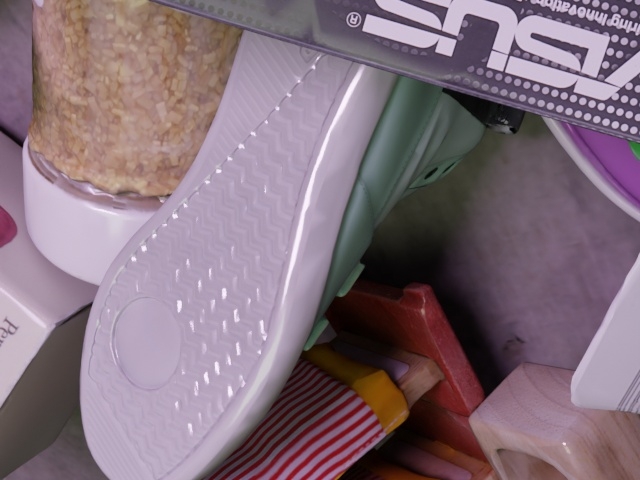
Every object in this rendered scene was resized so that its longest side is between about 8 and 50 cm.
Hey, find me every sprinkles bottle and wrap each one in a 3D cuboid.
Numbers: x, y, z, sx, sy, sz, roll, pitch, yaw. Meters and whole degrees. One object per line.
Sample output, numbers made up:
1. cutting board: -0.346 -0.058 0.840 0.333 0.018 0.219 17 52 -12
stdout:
1. sprinkles bottle: -0.066 -0.150 0.454 0.121 0.121 0.355 17 124 11

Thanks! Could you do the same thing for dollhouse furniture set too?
1. dollhouse furniture set: 0.055 0.140 0.437 0.374 0.201 0.152 8 133 58

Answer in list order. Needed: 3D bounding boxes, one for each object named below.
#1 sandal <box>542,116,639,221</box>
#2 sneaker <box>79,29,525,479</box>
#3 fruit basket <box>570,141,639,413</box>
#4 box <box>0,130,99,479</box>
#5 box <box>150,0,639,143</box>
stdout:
1. sandal: 0.119 -0.159 0.385 0.169 0.102 0.416 -8 117 26
2. sneaker: 0.001 0.000 0.473 0.094 0.151 0.256 33 102 28
3. fruit basket: 0.294 -0.049 0.345 0.353 0.165 0.327 4 131 -24
4. box: -0.230 0.012 0.578 0.232 0.127 0.148 37 110 7
5. box: 0.005 -0.166 0.300 0.270 0.060 0.216 17 104 -2
